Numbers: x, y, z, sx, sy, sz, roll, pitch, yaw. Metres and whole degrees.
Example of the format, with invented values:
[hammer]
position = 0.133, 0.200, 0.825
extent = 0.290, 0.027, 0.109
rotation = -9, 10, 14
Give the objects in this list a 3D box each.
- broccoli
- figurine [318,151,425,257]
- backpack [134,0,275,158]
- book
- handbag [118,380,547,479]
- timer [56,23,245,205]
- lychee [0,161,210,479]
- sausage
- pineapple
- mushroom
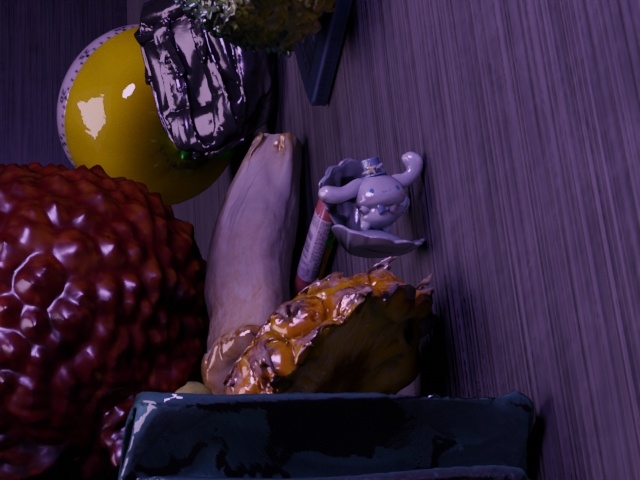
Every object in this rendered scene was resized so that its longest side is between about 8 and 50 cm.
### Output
[broccoli]
position = -0.048, -0.279, 1.128
extent = 0.194, 0.194, 0.220
rotation = 107, 180, -47
[figurine]
position = 0.040, -0.031, 0.960
extent = 0.082, 0.094, 0.086
rotation = -20, 64, 62
[backpack]
position = -0.144, -0.231, 1.524
extent = 0.206, 0.133, 0.258
rotation = -20, 75, 36
[book]
position = 0.006, -0.301, 1.227
extent = 0.269, 0.025, 0.191
rotation = 106, 158, -45
[handbag]
position = -0.009, 0.184, 0.785
extent = 0.274, 0.268, 0.100
rotation = 108, 158, -52
[timer]
position = -0.216, -0.164, 1.686
extent = 0.285, 0.285, 0.285
rotation = -179, 90, -76
[lychee]
position = -0.302, 0.118, 1.328
extent = 0.500, 0.424, 0.425
rotation = 23, 116, 39
[sausage]
position = 0.000, 0.000, 1.229
extent = 0.223, 0.029, 0.029
rotation = 107, 158, -48
[pineapple]
position = -0.003, 0.101, 0.899
extent = 0.076, 0.225, 0.225
rotation = 40, 137, 28
[mushroom]
position = -0.068, 0.024, 1.278
extent = 0.123, 0.095, 0.351
rotation = -50, 26, 41
